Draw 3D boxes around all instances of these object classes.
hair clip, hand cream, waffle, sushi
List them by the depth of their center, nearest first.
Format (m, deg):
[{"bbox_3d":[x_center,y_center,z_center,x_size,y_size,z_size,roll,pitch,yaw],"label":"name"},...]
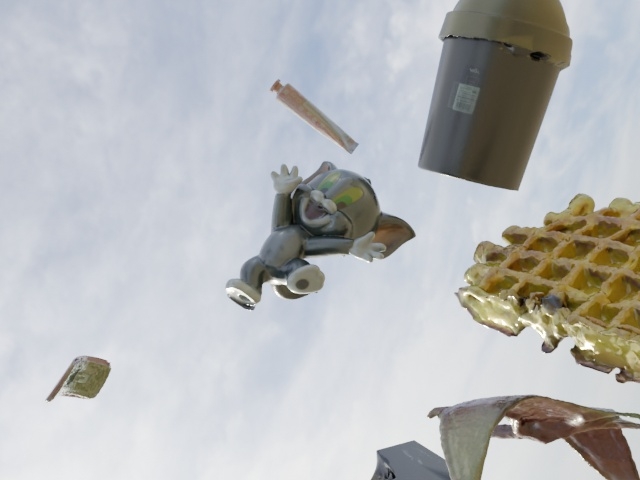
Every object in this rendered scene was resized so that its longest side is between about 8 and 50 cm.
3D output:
[{"bbox_3d":[0.273,0.040,0.688,0.309,0.283,0.065,-71,-39,-62],"label":"waffle"},{"bbox_3d":[-0.278,0.160,0.805,0.054,0.022,0.137,-58,-8,-7],"label":"hair clip"},{"bbox_3d":[0.151,0.503,1.178,0.212,0.215,0.227,-2,-75,-40],"label":"sushi"},{"bbox_3d":[-0.012,-0.249,1.416,0.043,0.210,0.067,-51,4,29],"label":"hand cream"}]

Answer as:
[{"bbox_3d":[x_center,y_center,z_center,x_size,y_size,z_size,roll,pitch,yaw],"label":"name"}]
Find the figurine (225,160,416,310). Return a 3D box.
[{"bbox_3d":[-0.002,0.005,0.960,0.265,0.193,0.140,-55,-23,-15],"label":"figurine"}]

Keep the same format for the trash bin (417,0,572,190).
[{"bbox_3d":[0.285,-0.259,1.141,0.214,0.214,0.334,-4,-72,-55],"label":"trash bin"}]

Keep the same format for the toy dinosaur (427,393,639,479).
[{"bbox_3d":[0.213,0.202,0.647,0.327,0.207,0.113,48,-141,-64],"label":"toy dinosaur"}]
